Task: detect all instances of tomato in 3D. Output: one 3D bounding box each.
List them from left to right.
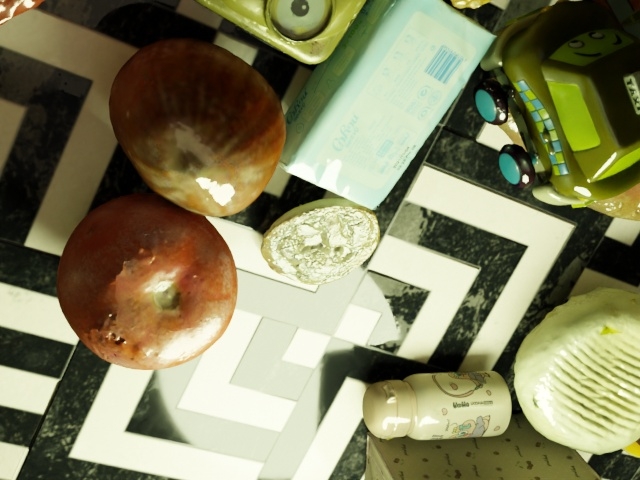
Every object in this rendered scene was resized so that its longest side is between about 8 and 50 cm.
[{"bbox_3d":[-0.204,0.048,1.220,0.208,0.184,0.208,-5,102,-22],"label":"tomato"}]

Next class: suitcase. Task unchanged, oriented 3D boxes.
[{"bbox_3d":[-0.044,-0.315,1.123,0.235,0.143,0.194,26,104,-29],"label":"suitcase"}]

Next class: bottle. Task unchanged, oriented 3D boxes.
[{"bbox_3d":[0.163,0.245,1.510,0.209,0.097,0.110,1,135,-19],"label":"bottle"}]

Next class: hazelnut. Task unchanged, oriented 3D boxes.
[{"bbox_3d":[-0.138,-0.123,1.151,0.214,0.214,0.176,28,120,-29],"label":"hazelnut"}]

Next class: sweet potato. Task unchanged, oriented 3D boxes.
[{"bbox_3d":[0.363,-0.102,1.407,0.385,0.109,0.109,21,107,-22],"label":"sweet potato"}]

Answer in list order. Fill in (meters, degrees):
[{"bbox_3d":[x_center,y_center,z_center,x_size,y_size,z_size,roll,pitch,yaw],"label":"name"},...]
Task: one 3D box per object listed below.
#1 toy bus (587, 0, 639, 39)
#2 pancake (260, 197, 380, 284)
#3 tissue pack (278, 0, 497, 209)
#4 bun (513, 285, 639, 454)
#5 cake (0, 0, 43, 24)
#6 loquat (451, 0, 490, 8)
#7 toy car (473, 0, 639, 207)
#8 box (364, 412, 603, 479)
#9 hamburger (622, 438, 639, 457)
[{"bbox_3d":[0.426,-0.272,1.348,0.092,0.093,0.409,-37,121,10],"label":"toy bus"},{"bbox_3d":[0.000,0.000,1.343,0.158,0.028,0.158,-7,137,-7],"label":"pancake"},{"bbox_3d":[0.070,-0.181,1.249,0.177,0.089,0.263,21,111,-42],"label":"tissue pack"},{"bbox_3d":[0.401,0.188,1.533,0.259,0.160,0.259,-3,100,-16],"label":"bun"},{"bbox_3d":[-0.336,-0.366,0.920,0.269,0.270,0.319,-31,120,-3],"label":"cake"},{"bbox_3d":[0.165,-0.377,1.151,0.176,0.187,0.234,0,102,9],"label":"loquat"},{"bbox_3d":[0.322,-0.170,1.234,0.204,0.198,0.247,-26,96,-19],"label":"toy car"},{"bbox_3d":[0.231,0.397,1.531,0.297,0.225,0.190,-3,116,-17],"label":"box"},{"bbox_3d":[0.522,0.288,1.670,0.141,0.081,0.126,28,101,-17],"label":"hamburger"}]
